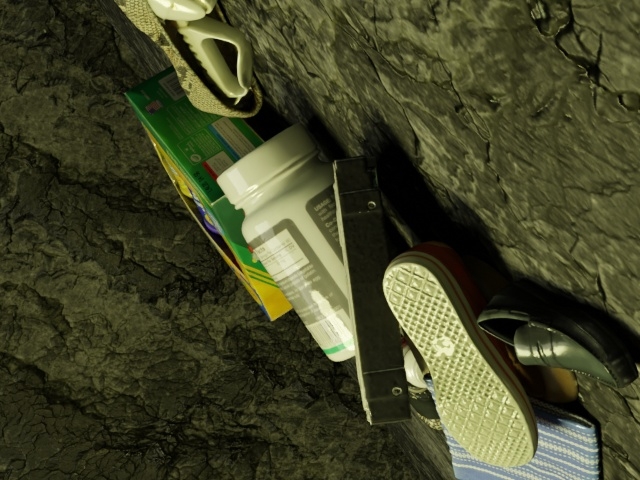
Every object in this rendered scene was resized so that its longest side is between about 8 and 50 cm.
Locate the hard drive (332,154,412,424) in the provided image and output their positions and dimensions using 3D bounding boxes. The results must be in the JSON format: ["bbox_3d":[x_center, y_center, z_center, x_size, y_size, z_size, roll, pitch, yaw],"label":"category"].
[{"bbox_3d":[0.068,0.067,1.165,0.237,0.064,0.339,50,-147,-86],"label":"hard drive"}]

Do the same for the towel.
[{"bbox_3d":[0.284,0.308,1.232,0.243,0.040,0.336,16,149,29],"label":"towel"}]

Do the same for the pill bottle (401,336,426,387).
[{"bbox_3d":[0.192,0.237,1.640,0.086,0.086,0.152,57,171,-9],"label":"pill bottle"}]

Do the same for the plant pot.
[{"bbox_3d":[0.245,0.124,1.117,0.236,0.032,0.236,53,172,11],"label":"plant pot"}]

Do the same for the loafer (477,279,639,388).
[{"bbox_3d":[0.245,0.107,0.897,0.076,0.078,0.223,58,171,-22],"label":"loafer"}]

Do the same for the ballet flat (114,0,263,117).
[{"bbox_3d":[-0.210,-0.371,1.419,0.182,0.164,0.483,24,162,29],"label":"ballet flat"}]

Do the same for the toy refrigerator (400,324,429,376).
[{"bbox_3d":[0.202,0.181,1.310,0.102,0.094,0.269,-102,-12,-51],"label":"toy refrigerator"}]

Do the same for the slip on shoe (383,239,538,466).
[{"bbox_3d":[0.188,0.144,1.060,0.123,0.101,0.331,-18,108,36],"label":"slip on shoe"}]

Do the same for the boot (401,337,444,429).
[{"bbox_3d":[0.196,0.309,1.893,0.178,0.085,0.236,58,170,-34],"label":"boot"}]

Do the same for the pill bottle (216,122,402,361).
[{"bbox_3d":[0.000,0.000,1.400,0.361,0.204,0.204,56,171,-4],"label":"pill bottle"}]

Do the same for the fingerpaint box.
[{"bbox_3d":[-0.196,-0.107,1.761,0.445,0.163,0.371,48,167,41],"label":"fingerpaint box"}]
